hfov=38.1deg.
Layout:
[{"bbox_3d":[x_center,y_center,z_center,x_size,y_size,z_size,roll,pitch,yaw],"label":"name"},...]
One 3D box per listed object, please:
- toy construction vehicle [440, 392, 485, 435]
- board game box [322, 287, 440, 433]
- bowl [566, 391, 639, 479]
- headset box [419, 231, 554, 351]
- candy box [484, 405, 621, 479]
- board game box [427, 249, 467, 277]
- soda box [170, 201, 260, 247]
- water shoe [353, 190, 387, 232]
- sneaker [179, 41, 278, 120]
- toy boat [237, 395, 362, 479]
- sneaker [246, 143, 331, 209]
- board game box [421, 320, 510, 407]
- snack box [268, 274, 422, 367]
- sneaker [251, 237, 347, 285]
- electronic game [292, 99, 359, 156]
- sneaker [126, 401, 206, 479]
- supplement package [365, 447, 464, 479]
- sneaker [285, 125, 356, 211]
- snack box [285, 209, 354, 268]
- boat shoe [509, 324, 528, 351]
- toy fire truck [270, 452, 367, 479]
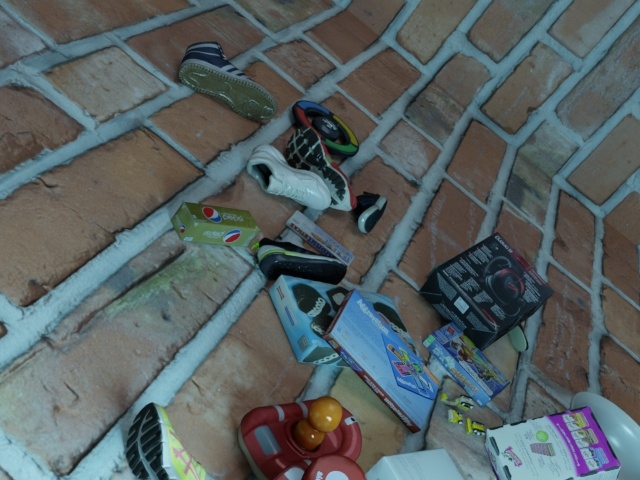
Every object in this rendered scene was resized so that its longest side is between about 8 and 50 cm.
[{"bbox_3d":[0.303,0.376,2.000,0.098,0.035,0.086,21,43,-27],"label":"toy construction vehicle"},{"bbox_3d":[0.128,0.243,1.876,0.281,0.027,0.145,48,42,-14],"label":"board game box"},{"bbox_3d":[0.642,0.501,2.115,0.297,0.134,0.298,30,29,-19],"label":"bowl"},{"bbox_3d":[0.428,0.122,2.328,0.293,0.110,0.218,-27,68,-40],"label":"headset box"},{"bbox_3d":[0.478,0.448,1.927,0.233,0.071,0.159,-10,44,-8],"label":"candy box"},{"bbox_3d":[0.403,0.132,2.424,0.160,0.047,0.210,-24,65,-42],"label":"board game box"},{"bbox_3d":[-0.217,-0.032,1.933,0.181,0.058,0.061,7,41,-47],"label":"soda box"},{"bbox_3d":[0.112,-0.074,2.414,0.080,0.073,0.203,21,21,11],"label":"water shoe"},{"bbox_3d":[-0.239,-0.430,2.458,0.282,0.099,0.153,23,33,-22],"label":"sneaker"},{"bbox_3d":[-0.015,0.319,1.556,0.231,0.151,0.151,3,45,-49],"label":"toy boat"},{"bbox_3d":[-0.085,-0.133,2.236,0.232,0.090,0.115,31,34,3],"label":"sneaker"},{"bbox_3d":[0.342,0.287,2.172,0.201,0.035,0.136,48,28,16],"label":"board game box"},{"bbox_3d":[0.056,0.180,1.949,0.321,0.060,0.187,13,39,-41],"label":"snack box"},{"bbox_3d":[-0.043,0.037,2.018,0.234,0.084,0.097,15,35,-39],"label":"sneaker"},{"bbox_3d":[0.016,-0.322,2.666,0.229,0.048,0.229,30,29,-19],"label":"electronic game"},{"bbox_3d":[-0.218,0.337,1.373,0.094,0.081,0.209,17,41,-49],"label":"sneaker"},{"bbox_3d":[0.163,0.444,1.638,0.179,0.105,0.105,7,41,-46],"label":"supplement package"},{"bbox_3d":[0.003,-0.176,2.411,0.118,0.107,0.279,31,25,-57],"label":"sneaker"},{"bbox_3d":[0.000,0.000,2.192,0.178,0.022,0.064,39,26,-1],"label":"snack box"},{"bbox_3d":[0.518,0.240,2.443,0.042,0.049,0.133,12,33,-28],"label":"boat shoe"},{"bbox_3d":[-0.006,0.481,1.351,0.302,0.169,0.254,46,52,14],"label":"toy fire truck"}]
